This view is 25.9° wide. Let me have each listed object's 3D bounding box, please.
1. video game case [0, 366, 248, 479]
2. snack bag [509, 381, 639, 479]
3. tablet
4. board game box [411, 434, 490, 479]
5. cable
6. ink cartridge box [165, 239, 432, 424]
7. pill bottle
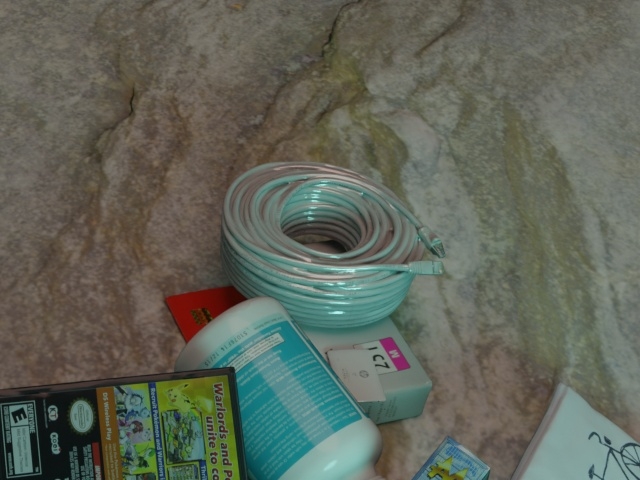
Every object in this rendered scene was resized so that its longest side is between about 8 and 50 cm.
[{"bbox_3d":[-0.191,0.273,1.373,0.248,0.035,0.274,-4,80,-19],"label":"video game case"},{"bbox_3d":[0.353,0.311,1.479,0.342,0.037,0.323,38,31,6],"label":"snack bag"},{"bbox_3d":[0.042,0.158,1.623,0.054,0.006,0.083,-1,43,-16],"label":"tablet"},{"bbox_3d":[0.099,0.301,1.413,0.060,0.194,0.194,35,44,25],"label":"board game box"},{"bbox_3d":[0.000,0.000,1.736,0.257,0.089,0.257,-9,43,-24],"label":"cable"},{"bbox_3d":[-0.032,0.120,1.698,0.239,0.060,0.275,-9,44,-26],"label":"ink cartridge box"},{"bbox_3d":[-0.032,0.200,1.512,0.146,0.146,0.264,-25,67,-36],"label":"pill bottle"}]
